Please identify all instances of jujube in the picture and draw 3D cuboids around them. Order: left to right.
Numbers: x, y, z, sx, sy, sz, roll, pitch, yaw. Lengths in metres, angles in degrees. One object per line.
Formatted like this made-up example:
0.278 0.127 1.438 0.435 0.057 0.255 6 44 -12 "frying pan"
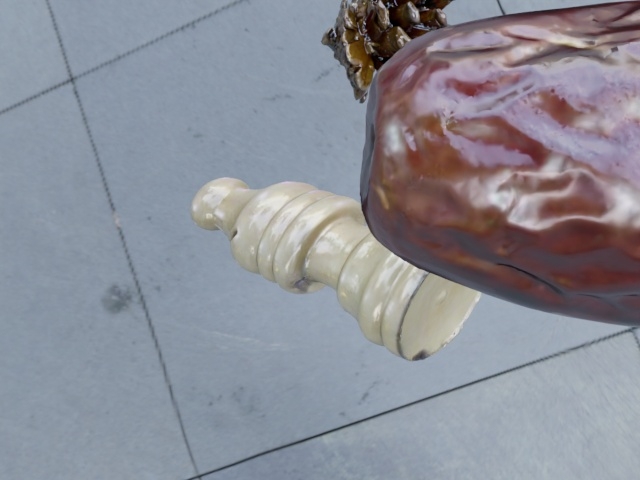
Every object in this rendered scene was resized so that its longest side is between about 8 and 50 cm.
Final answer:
0.187 -0.050 0.560 0.318 0.223 0.223 4 87 -1 "jujube"

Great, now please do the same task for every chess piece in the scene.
0.000 0.000 0.872 0.307 0.124 0.138 24 79 33 "chess piece"

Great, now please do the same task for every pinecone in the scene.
0.095 -0.266 1.116 0.150 0.179 0.195 42 101 -12 "pinecone"
